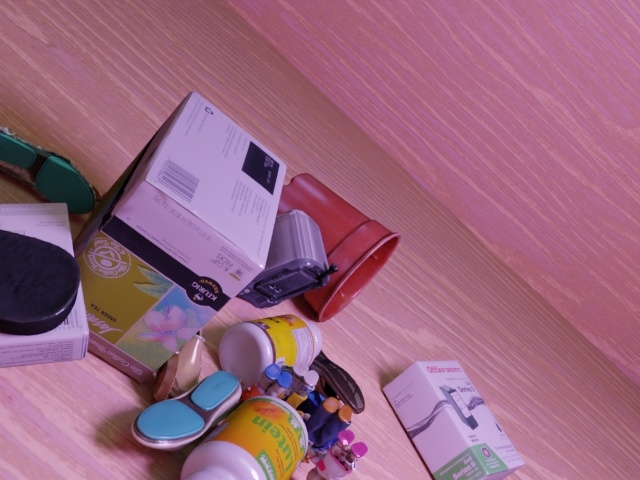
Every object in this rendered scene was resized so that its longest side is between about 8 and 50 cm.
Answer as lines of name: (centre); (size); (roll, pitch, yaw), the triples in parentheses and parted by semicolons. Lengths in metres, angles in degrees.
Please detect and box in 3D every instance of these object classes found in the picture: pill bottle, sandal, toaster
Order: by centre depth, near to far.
sandal: (-0.510, -0.007, 0.866); (0.445, 0.107, 0.168); (12, 47, -13)
pill bottle: (-0.122, 0.341, 1.087); (0.136, 0.136, 0.245); (47, 24, 4)
pill bottle: (-0.086, 0.203, 1.389); (0.117, 0.117, 0.215); (54, 25, 19)
sandal: (0.005, 0.281, 1.499); (0.219, 0.060, 0.090); (39, 14, 22)
toaster: (-0.077, 0.034, 1.525); (0.129, 0.226, 0.147); (38, 35, -51)

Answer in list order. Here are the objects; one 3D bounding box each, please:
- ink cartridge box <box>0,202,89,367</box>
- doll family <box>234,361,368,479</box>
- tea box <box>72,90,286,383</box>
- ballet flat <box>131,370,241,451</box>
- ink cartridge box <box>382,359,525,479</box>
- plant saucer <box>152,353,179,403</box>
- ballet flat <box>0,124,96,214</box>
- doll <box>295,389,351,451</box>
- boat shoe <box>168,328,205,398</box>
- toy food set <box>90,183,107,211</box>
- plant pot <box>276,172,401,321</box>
ink cartridge box: (-0.458, 0.056, 0.952); (0.274, 0.060, 0.239); (-2, 47, -25)
doll family: (-0.031, 0.312, 1.257); (0.263, 0.163, 0.118); (42, 33, 6)
tea box: (-0.248, -0.011, 1.196); (0.220, 0.323, 0.329); (37, 27, -18)
ballet flat: (-0.204, 0.278, 1.124); (0.086, 0.086, 0.248); (51, 27, 12)
ink cartridge box: (0.300, 0.420, 1.665); (0.211, 0.121, 0.289); (12, 40, -53)
plant saucer: (-0.246, 0.216, 1.154); (0.015, 0.083, 0.083); (23, 31, -21)
ballet flat: (-0.503, -0.135, 1.300); (0.241, 0.091, 0.077); (38, 2, -25)
doll: (-0.008, 0.332, 1.398); (0.129, 0.046, 0.189); (6, 38, -42)
boat shoe: (-0.227, 0.184, 1.243); (0.068, 0.072, 0.190); (29, 29, -33)
toy food set: (-0.433, -0.080, 1.401); (0.122, 0.019, 0.078); (31, 26, -13)
plant pot: (0.000, 0.000, 1.706); (0.265, 0.272, 0.272); (43, 23, 14)
